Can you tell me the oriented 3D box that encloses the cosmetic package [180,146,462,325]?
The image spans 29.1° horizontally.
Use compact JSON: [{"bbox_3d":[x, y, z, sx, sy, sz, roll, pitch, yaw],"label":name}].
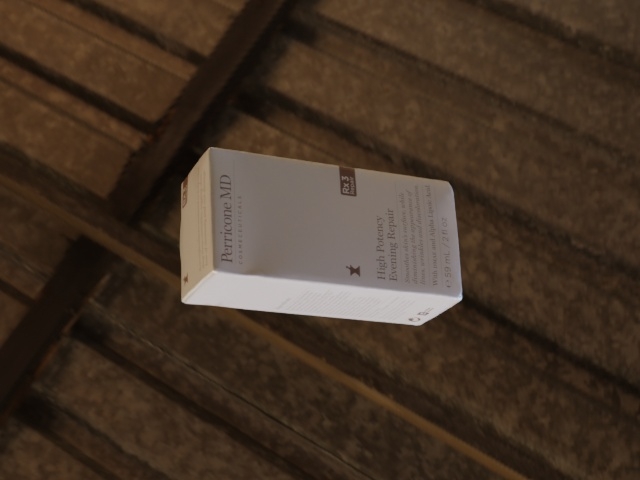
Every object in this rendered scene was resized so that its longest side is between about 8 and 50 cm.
[{"bbox_3d":[0.000,0.000,1.067,0.231,0.085,0.117,6,-114,-24],"label":"cosmetic package"}]
